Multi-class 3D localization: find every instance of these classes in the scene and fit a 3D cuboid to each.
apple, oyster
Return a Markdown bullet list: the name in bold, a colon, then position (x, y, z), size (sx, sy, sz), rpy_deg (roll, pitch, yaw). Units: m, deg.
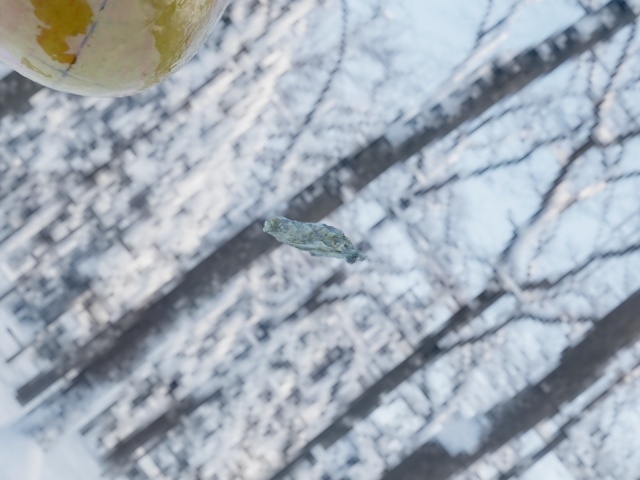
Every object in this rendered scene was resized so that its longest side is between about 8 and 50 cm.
- **apple**: position (-0.208, -0.271, 1.416), size (0.286, 0.286, 0.233), rpy_deg (52, -33, 4)
- **oyster**: position (-0.001, 0.000, 1.758), size (0.098, 0.037, 0.100), rpy_deg (13, -5, 29)
